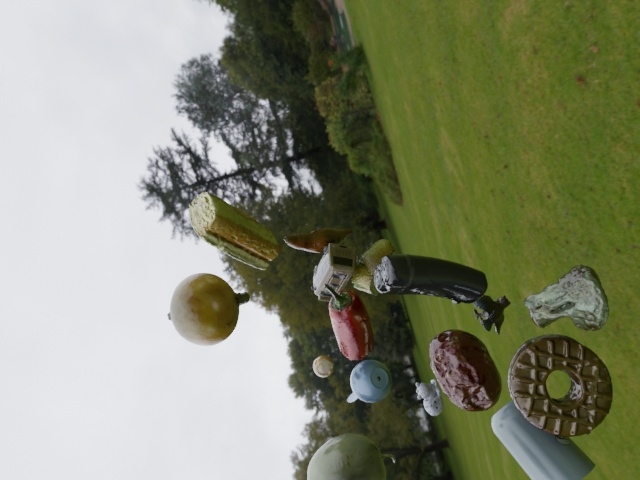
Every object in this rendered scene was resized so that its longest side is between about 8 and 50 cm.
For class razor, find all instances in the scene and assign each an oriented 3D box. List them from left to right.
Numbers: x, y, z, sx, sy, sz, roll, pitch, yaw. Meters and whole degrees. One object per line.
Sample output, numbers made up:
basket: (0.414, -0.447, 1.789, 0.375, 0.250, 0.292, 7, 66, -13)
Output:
razor: (0.354, 0.127, 1.366, 0.204, 0.349, 0.113, 115, 162, -65)

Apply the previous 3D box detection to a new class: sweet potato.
sweet potato: (0.004, 0.001, 1.907, 0.112, 0.359, 0.112, 34, 131, 51)

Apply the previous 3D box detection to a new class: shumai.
shumai: (0.827, 0.207, 1.421, 0.271, 0.204, 0.222, 75, -167, -49)

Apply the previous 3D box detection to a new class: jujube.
jujube: (0.665, 0.592, 1.922, 0.376, 0.277, 0.276, 61, -172, -13)

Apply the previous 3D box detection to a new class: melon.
melon: (0.104, 0.865, 1.564, 0.272, 0.308, 0.272, 46, 177, 3)

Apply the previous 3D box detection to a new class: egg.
egg: (0.011, 0.466, 1.555, 0.096, 0.080, 0.080, 146, 110, -85)

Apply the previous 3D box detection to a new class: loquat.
loquat: (-0.490, 0.301, 1.865, 0.328, 0.360, 0.328, 167, 90, -84)

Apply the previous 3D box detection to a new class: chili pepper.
chili pepper: (0.091, 0.243, 1.435, 0.134, 0.131, 0.338, 34, 147, 61)

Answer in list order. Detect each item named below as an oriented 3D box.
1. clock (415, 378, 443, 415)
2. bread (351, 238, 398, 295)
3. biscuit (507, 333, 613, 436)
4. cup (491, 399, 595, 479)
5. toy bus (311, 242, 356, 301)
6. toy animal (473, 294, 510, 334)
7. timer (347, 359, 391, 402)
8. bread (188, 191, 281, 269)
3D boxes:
clock: (0.562, 0.821, 2.174, 0.080, 0.117, 0.176, 118, 144, -70)
bread: (0.254, 0.123, 1.891, 0.257, 0.124, 0.186, -59, -32, -8)
biscuit: (0.790, 0.477, 1.390, 0.103, 0.332, 0.331, 59, -163, -79)
cup: (0.793, 0.744, 1.529, 0.312, 0.206, 0.205, 51, 170, 34)
toy bus: (0.059, 0.145, 1.856, 0.289, 0.140, 0.157, 117, 161, -50)
toy animal: (0.836, 0.345, 1.994, 0.218, 0.180, 0.116, 51, -174, -12)
timer: (0.194, 0.567, 1.644, 0.255, 0.176, 0.175, 88, 173, -56)
bread: (-0.363, -0.038, 1.747, 0.375, 0.165, 0.236, 33, -167, -45)
